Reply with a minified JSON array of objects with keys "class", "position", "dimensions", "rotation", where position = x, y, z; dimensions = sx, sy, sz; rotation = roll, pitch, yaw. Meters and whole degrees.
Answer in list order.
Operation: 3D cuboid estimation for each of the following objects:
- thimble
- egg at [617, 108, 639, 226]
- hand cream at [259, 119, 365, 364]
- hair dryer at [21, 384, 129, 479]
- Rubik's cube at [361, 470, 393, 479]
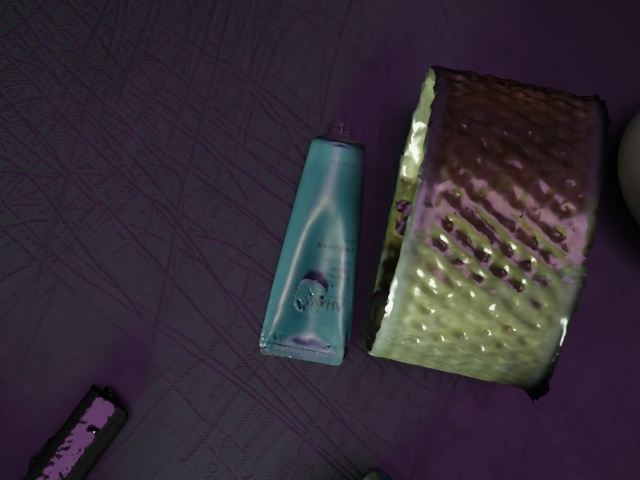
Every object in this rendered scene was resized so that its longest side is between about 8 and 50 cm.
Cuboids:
[{"class":"thimble","position":[0.137,-0.008,1.290],"dimensions":[0.150,0.271,0.271],"rotation":[12,87,-1]},{"class":"egg","position":[0.359,-0.044,1.358],"dimensions":[0.151,0.151,0.209],"rotation":[-43,95,-4]},{"class":"hand cream","position":[0.000,0.000,1.398],"dimensions":[0.083,0.048,0.224],"rotation":[9,92,-5]},{"class":"hair dryer","position":[-0.268,0.233,1.363],"dimensions":[0.197,0.089,0.251],"rotation":[40,77,2]},{"class":"Rubik's cube","position":[0.057,0.402,1.254],"dimensions":[0.290,0.291,0.291],"rotation":[44,87,-1]}]
